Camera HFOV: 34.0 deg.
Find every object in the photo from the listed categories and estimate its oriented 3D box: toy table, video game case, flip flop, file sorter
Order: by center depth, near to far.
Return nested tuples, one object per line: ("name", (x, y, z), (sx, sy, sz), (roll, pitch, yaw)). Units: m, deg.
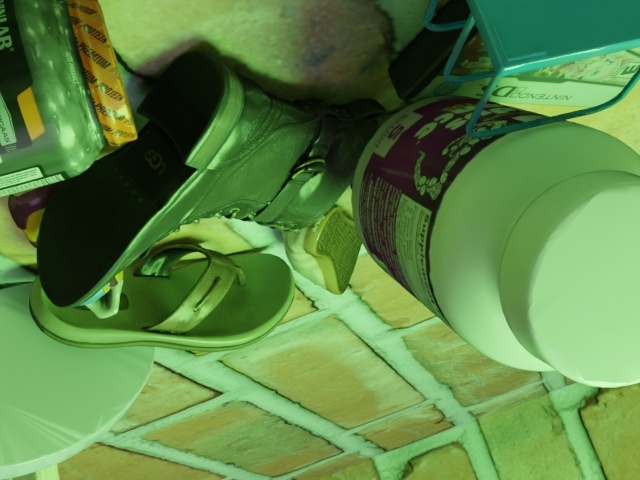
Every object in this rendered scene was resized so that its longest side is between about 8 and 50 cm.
("file sorter", (0.120, -0.163, 0.636), (0.118, 0.170, 0.104), (-13, 162, -13))
("video game case", (0.225, -0.195, 0.822), (0.248, 0.035, 0.275), (-2, 153, -35))
("toy table", (-0.300, 0.166, 1.012), (0.274, 0.252, 0.161), (-12, 149, -40))
("flip flop", (-0.144, 0.045, 1.031), (0.277, 0.112, 0.080), (1, 137, -30))

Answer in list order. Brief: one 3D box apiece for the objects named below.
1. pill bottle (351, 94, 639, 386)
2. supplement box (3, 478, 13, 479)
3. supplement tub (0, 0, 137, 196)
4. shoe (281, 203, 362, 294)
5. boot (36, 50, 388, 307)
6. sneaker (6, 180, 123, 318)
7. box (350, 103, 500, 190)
("pill bottle", (0.139, -0.008, 0.741), (0.169, 0.169, 0.301), (-14, -164, -12))
("supplement box", (-0.392, 0.220, 1.214), (0.114, 0.111, 0.220), (-16, 159, -8))
("supplement tub", (-0.214, -0.080, 0.629), (0.190, 0.117, 0.117), (-17, 158, -7))
("shoe", (0.000, 0.000, 1.090), (0.058, 0.077, 0.219), (22, 168, 16))
("boot", (-0.079, -0.032, 0.856), (0.263, 0.091, 0.229), (-45, 152, 19))
("sneaker", (-0.206, 0.007, 0.889), (0.069, 0.084, 0.185), (-19, 159, 2))
("box", (0.102, -0.065, 0.984), (0.126, 0.072, 0.137), (-14, 159, -11))
